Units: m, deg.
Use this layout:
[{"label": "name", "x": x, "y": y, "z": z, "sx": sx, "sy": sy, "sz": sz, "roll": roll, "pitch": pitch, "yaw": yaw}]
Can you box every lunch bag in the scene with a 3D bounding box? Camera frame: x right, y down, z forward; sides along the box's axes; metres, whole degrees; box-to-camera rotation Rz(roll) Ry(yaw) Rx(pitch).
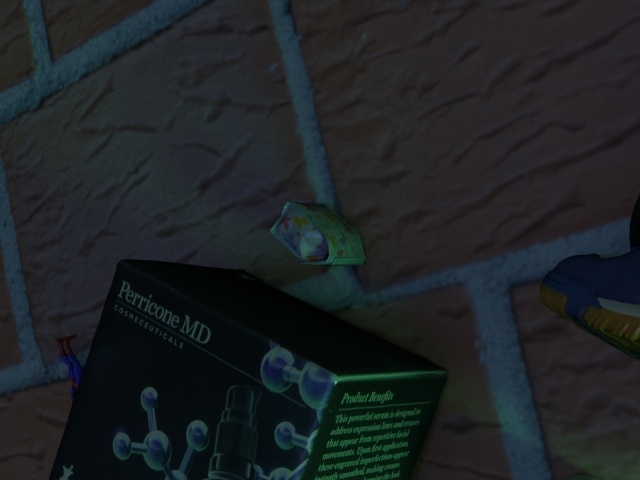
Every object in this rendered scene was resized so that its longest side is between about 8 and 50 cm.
[{"label": "lunch bag", "x": 0.000, "y": 0.000, "z": 0.998, "sx": 0.083, "sy": 0.071, "sz": 0.053, "roll": 41, "pitch": 113, "yaw": 27}]

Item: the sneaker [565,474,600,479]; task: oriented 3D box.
[{"label": "sneaker", "x": 0.259, "y": 0.306, "z": 0.805, "sx": 0.080, "sy": 0.094, "sz": 0.212, "roll": -49, "pitch": 65, "yaw": 25}]

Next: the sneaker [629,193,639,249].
[{"label": "sneaker", "x": 0.347, "y": 0.027, "z": 0.711, "sx": 0.202, "sy": 0.185, "sz": 0.482, "roll": 5, "pitch": 94, "yaw": 57}]

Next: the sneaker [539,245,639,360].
[{"label": "sneaker", "x": 0.274, "y": 0.026, "z": 0.594, "sx": 0.296, "sy": 0.112, "sz": 0.130, "roll": 10, "pitch": 78, "yaw": 54}]

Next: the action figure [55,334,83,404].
[{"label": "action figure", "x": -0.326, "y": 0.185, "z": 1.269, "sx": 0.038, "sy": 0.030, "sz": 0.115, "roll": -14, "pitch": 88, "yaw": 41}]

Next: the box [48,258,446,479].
[{"label": "box", "x": -0.098, "y": 0.256, "z": 0.967, "sx": 0.294, "sy": 0.212, "sz": 0.395, "roll": 23, "pitch": 97, "yaw": 34}]
